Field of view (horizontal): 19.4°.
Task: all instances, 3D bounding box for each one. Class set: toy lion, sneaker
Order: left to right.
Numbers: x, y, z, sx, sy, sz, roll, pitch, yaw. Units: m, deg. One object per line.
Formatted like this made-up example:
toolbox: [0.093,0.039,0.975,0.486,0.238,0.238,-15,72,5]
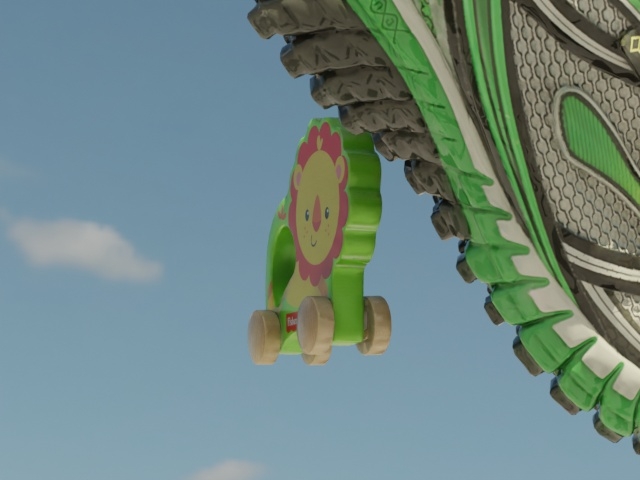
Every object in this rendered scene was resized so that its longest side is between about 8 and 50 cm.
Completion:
toy lion: [0.000,0.000,0.751,0.034,0.096,0.100,2,-8,-21]
sneaker: [0.106,-0.048,0.688,0.146,0.134,0.343,-30,-59,21]
